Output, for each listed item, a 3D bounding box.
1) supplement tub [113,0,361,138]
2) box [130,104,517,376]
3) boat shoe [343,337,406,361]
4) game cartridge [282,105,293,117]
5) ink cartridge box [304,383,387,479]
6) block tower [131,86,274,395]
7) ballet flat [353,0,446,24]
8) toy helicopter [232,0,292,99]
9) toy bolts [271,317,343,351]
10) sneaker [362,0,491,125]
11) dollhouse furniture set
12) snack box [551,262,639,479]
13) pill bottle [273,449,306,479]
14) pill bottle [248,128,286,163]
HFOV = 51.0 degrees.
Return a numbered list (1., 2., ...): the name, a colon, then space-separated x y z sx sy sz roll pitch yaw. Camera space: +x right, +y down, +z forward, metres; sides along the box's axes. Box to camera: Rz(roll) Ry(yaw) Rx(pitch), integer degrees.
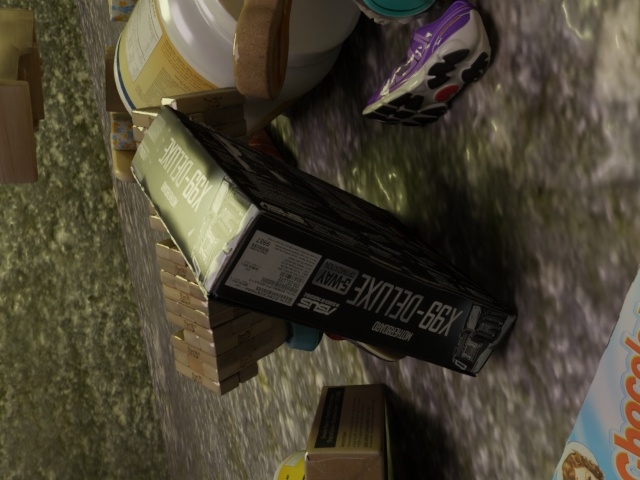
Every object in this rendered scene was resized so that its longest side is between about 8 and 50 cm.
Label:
1. supplement tub: -0.110 -0.254 0.830 0.316 0.228 0.228 -22 79 58
2. box: 0.000 0.000 0.627 0.076 0.308 0.242 -59 38 12
3. boat shoe: 0.016 0.068 0.812 0.224 0.080 0.073 39 148 10
4. game cartridge: -0.057 -0.228 0.996 0.056 0.017 0.083 -140 46 -59
5. ink cartridge box: 0.038 0.316 0.803 0.193 0.088 0.234 -62 -31 -80
6. block tower: -0.129 -0.001 0.762 0.097 0.091 0.335 15 117 40
7. ballet flat: 0.082 -0.380 0.523 0.147 0.147 0.408 57 146 40
8. toy helicopter: -0.033 -0.303 0.583 0.235 0.140 0.354 21 -104 -85
9. toy bolts: -0.059 0.061 0.935 0.228 0.159 0.218 66 152 28
10. sneaker: 0.102 -0.166 0.650 0.170 0.068 0.071 -34 53 54
11. dollhouse furniture set: -0.328 -0.242 1.101 0.256 0.395 0.362 -111 26 -43
12. snack box: 0.260 0.101 0.394 0.187 0.060 0.321 49 141 49
13. pill bottle: -0.008 0.370 1.010 0.184 0.103 0.103 -33 69 63
14. pill bottle: -0.137 -0.141 1.072 0.216 0.121 0.121 59 148 38
